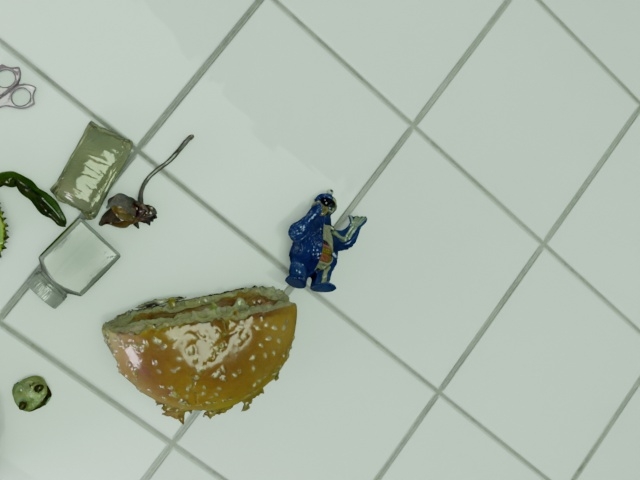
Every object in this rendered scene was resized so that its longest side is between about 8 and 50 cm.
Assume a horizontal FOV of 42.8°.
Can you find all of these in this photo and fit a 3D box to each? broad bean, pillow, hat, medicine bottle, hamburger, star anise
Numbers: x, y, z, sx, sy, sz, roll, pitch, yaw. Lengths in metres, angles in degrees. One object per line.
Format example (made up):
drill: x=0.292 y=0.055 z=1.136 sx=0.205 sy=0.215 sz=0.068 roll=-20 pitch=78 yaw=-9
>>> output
broad bean: x=-0.648 y=-0.102 z=1.832 sx=0.195 sy=0.046 sz=0.061 roll=29 pitch=104 yaw=-9
pillow: x=-0.522 y=-0.160 z=1.863 sx=0.119 sy=0.053 sz=0.208 roll=29 pitch=84 yaw=-12
hat: x=-0.656 y=0.349 z=1.845 sx=0.077 sy=0.059 sz=0.076 roll=-27 pitch=95 yaw=-9
medicine bottle: x=-0.563 y=0.057 z=1.842 sx=0.188 sy=0.088 sz=0.132 roll=-46 pitch=104 yaw=-10
hamburger: x=-0.251 y=0.272 z=1.864 sx=0.445 sy=0.268 sz=0.287 roll=-11 pitch=100 yaw=-17
star anise: x=-0.408 y=-0.144 z=1.884 sx=0.218 sy=0.148 sz=0.227 roll=-5 pitch=64 yaw=15

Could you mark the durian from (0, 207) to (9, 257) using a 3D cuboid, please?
durian: x=-0.761 y=-0.041 z=1.777 sx=0.137 sy=0.095 sz=0.221 roll=-25 pitch=96 yaw=-25

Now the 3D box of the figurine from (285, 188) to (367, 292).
figurine: x=-0.008 y=0.002 z=2.004 sx=0.164 sy=0.120 sz=0.262 roll=31 pitch=68 yaw=-15

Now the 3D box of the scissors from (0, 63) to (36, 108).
scissors: x=-0.737 y=-0.300 z=1.810 sx=0.212 sy=0.021 sz=0.110 roll=-39 pitch=100 yaw=-12

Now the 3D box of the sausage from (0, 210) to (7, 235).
sausage: x=-0.725 y=-0.055 z=1.822 sx=0.026 sy=0.026 sz=0.116 roll=-14 pitch=96 yaw=-16
